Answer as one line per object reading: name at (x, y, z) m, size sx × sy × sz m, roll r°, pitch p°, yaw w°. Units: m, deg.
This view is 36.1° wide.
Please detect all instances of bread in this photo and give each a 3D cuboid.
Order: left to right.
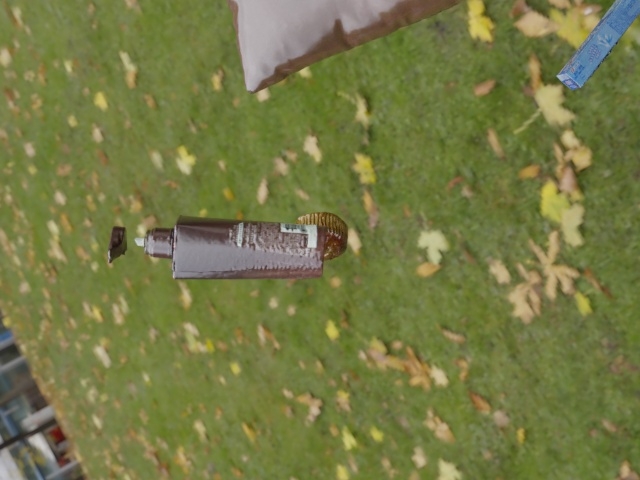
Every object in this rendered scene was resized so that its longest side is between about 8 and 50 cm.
bread at (0.000, 0.000, 1.374) m, size 0.085 × 0.085 × 0.053 m, roll 91°, pitch 177°, yaw -62°

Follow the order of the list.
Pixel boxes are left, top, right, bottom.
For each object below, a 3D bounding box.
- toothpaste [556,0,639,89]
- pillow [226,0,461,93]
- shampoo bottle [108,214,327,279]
toothpaste at (0.605, -0.441, 2.067) m, size 0.053 × 0.272 × 0.066 m, roll 37°, pitch -178°, yaw -7°
pillow at (0.007, -0.344, 1.029) m, size 0.108 × 0.306 × 0.307 m, roll -29°, pitch -82°, yaw -75°
shampoo bottle at (-0.112, 0.009, 1.086) m, size 0.068 × 0.236 × 0.067 m, roll -94°, pitch 8°, yaw -75°
